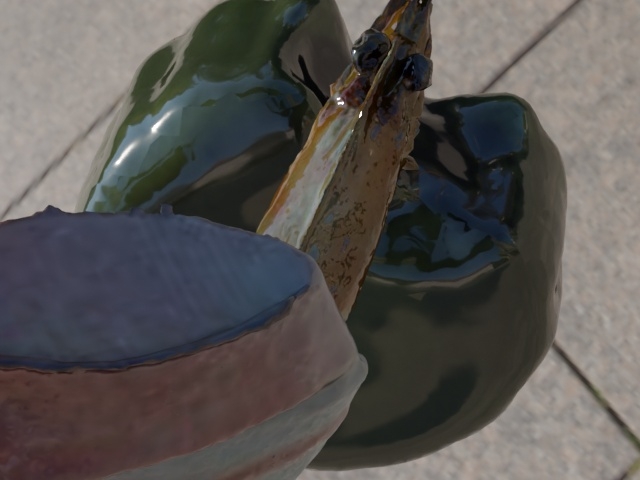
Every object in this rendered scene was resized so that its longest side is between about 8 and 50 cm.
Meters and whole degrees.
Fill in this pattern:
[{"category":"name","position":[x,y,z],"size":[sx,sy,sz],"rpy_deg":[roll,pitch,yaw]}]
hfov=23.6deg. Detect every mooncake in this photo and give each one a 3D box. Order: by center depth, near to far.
[{"category":"mooncake","position":[-0.001,0.000,1.104],"size":[0.351,0.351,0.187],"rpy_deg":[-27,29,25]}]

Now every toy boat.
[{"category":"toy boat","position":[-0.088,0.109,0.641],"size":[0.282,0.206,0.096],"rpy_deg":[101,154,-42]}]

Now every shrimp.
[{"category":"shrimp","position":[-0.001,-0.001,0.813],"size":[0.154,0.062,0.294],"rpy_deg":[-79,15,-87]}]
